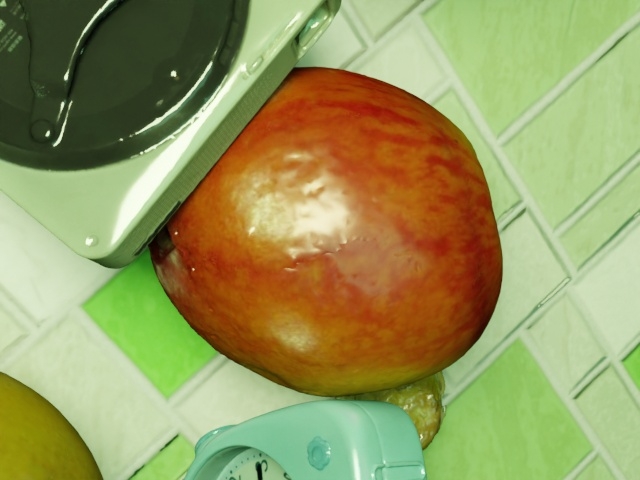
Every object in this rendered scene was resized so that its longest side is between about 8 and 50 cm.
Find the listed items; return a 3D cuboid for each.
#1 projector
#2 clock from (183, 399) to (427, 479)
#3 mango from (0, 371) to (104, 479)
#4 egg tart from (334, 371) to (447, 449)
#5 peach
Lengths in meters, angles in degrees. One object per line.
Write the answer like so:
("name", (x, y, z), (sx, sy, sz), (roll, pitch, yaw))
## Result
("projector", (-0.160, -0.154, 0.676), (0.259, 0.079, 0.257), (38, 84, 13))
("clock", (-0.030, 0.251, 0.803), (0.094, 0.274, 0.223), (8, 71, -42))
("mango", (-0.283, 0.289, 0.726), (0.300, 0.232, 0.445), (-24, 119, -21))
("egg tart", (0.072, 0.165, 0.947), (0.129, 0.049, 0.128), (-5, 104, -22))
("peach", (0.000, 0.000, 0.772), (0.281, 0.238, 0.281), (-4, 120, -7))
